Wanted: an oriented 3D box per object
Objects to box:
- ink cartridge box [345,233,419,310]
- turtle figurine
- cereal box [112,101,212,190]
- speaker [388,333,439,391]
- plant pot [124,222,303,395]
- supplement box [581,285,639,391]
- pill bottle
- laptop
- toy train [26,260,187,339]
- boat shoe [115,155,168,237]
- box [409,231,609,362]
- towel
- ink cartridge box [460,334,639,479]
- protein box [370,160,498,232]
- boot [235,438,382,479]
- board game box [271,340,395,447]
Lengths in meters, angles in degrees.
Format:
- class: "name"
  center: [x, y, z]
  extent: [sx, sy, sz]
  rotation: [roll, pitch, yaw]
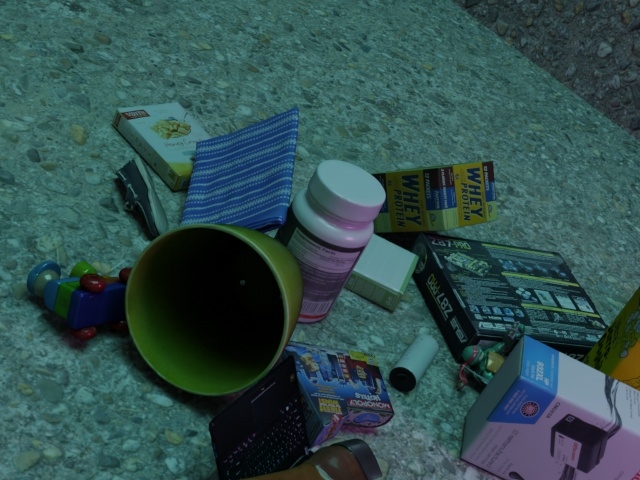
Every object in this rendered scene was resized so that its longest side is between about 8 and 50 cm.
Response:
- class: "ink cartridge box"
  center: [0.077, 0.035, 2.136]
  extent: [0.235, 0.056, 0.171]
  rotation: [26, 31, 4]
- class: "turtle figurine"
  center: [0.355, 0.245, 1.979]
  extent: [0.234, 0.118, 0.175]
  rotation: [29, 63, -22]
- class: "cereal box"
  center: [-0.308, -0.204, 2.196]
  extent: [0.173, 0.047, 0.240]
  rotation: [-15, 52, -46]
- class: "speaker"
  center: [0.176, 0.229, 1.932]
  extent: [0.055, 0.055, 0.136]
  rotation: [33, 32, 9]
- class: "plant pot"
  center: [-0.137, 0.087, 1.732]
  extent: [0.274, 0.275, 0.293]
  rotation: [34, 17, 10]
- class: "supplement box"
  center: [0.607, 0.264, 1.917]
  extent: [0.195, 0.356, 0.194]
  rotation: [29, 31, 2]
- class: "pill bottle"
  center: [0.000, 0.000, 1.911]
  extent: [0.161, 0.283, 0.161]
  rotation: [19, 32, -13]
- class: "laptop"
  center: [-0.029, 0.342, 1.540]
  extent: [0.136, 0.264, 0.234]
  rotation: [1, 19, 30]
- class: "toy train"
  center: [-0.359, 0.079, 1.729]
  extent: [0.143, 0.105, 0.248]
  rotation: [24, 18, 29]
- class: "boat shoe"
  center: [-0.347, -0.075, 1.994]
  extent: [0.065, 0.075, 0.206]
  rotation: [-25, 53, 0]
- class: "box"
  center: [0.412, 0.134, 2.206]
  extent: [0.395, 0.097, 0.318]
  rotation: [8, 39, -28]
- class: "towel"
  center: [-0.161, -0.116, 1.988]
  extent: [0.040, 0.243, 0.336]
  rotation: [55, 27, -38]
- class: "ink cartridge box"
  center: [0.435, 0.340, 1.806]
  extent: [0.307, 0.223, 0.129]
  rotation: [26, 33, -2]
- class: "protein box"
  center: [0.252, -0.097, 2.286]
  extent: [0.200, 0.136, 0.201]
  rotation: [-10, 6, -44]
- class: "boot"
  center: [0.017, 0.423, 1.440]
  extent: [0.280, 0.096, 0.264]
  rotation: [-10, 73, -50]
- class: "board game box"
  center: [0.020, 0.268, 1.756]
  extent: [0.194, 0.060, 0.194]
  rotation: [12, 35, -23]
